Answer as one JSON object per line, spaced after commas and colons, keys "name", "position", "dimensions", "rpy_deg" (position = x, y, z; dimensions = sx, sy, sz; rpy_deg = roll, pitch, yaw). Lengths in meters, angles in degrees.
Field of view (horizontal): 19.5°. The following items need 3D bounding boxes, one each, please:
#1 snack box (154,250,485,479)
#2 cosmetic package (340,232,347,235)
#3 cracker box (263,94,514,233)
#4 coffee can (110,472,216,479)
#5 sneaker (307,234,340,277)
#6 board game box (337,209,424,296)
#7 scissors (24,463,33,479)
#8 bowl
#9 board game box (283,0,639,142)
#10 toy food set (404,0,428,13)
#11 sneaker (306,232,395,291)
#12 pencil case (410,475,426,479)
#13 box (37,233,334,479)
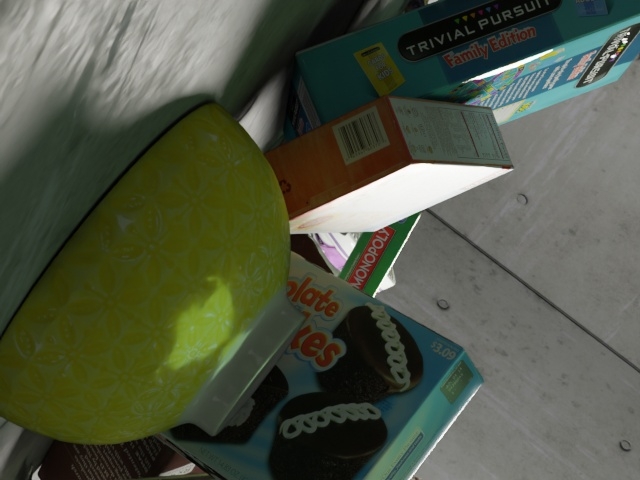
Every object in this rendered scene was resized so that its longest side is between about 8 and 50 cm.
{"name": "snack box", "position": [-0.046, 0.105, 1.510], "dimensions": [0.187, 0.322, 0.060], "rpy_deg": [-52, 141, -13]}
{"name": "cosmetic package", "position": [0.040, -0.111, 1.969], "dimensions": [0.127, 0.107, 0.238], "rpy_deg": [-52, 173, -21]}
{"name": "cracker box", "position": [0.051, -0.063, 1.607], "dimensions": [0.155, 0.067, 0.232], "rpy_deg": [-24, 170, 25]}
{"name": "coffee can", "position": [-0.164, 0.311, 1.665], "dimensions": [0.201, 0.275, 0.202], "rpy_deg": [178, -90, -73]}
{"name": "sneaker", "position": [-0.058, 0.058, 2.255], "dimensions": [0.321, 0.127, 0.126], "rpy_deg": [-152, -115, -72]}
{"name": "board game box", "position": [0.092, -0.044, 2.016], "dimensions": [0.213, 0.046, 0.317], "rpy_deg": [-61, 178, 36]}
{"name": "scissors", "position": [-0.305, 0.267, 1.931], "dimensions": [0.109, 0.021, 0.297], "rpy_deg": [-46, 171, -39]}
{"name": "bowl", "position": [-0.105, 0.056, 1.401], "dimensions": [0.289, 0.156, 0.289], "rpy_deg": [-53, 176, -5]}
{"name": "board game box", "position": [0.137, -0.160, 1.712], "dimensions": [0.336, 0.079, 0.254], "rpy_deg": [-21, 171, -8]}
{"name": "toy food set", "position": [0.117, -0.275, 2.009], "dimensions": [0.122, 0.019, 0.078], "rpy_deg": [-60, 177, -6]}
{"name": "sneaker", "position": [-0.006, 0.022, 2.438], "dimensions": [0.161, 0.102, 0.282], "rpy_deg": [-16, 154, 8]}
{"name": "pencil case", "position": [-0.030, 0.273, 2.276], "dimensions": [0.183, 0.410, 0.160], "rpy_deg": [-58, -179, -29]}
{"name": "box", "position": [-0.125, 0.163, 1.812], "dimensions": [0.191, 0.143, 0.381], "rpy_deg": [-19, 158, -33]}
